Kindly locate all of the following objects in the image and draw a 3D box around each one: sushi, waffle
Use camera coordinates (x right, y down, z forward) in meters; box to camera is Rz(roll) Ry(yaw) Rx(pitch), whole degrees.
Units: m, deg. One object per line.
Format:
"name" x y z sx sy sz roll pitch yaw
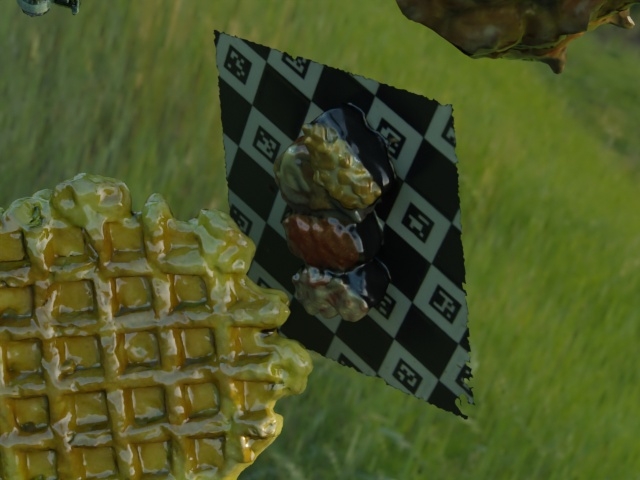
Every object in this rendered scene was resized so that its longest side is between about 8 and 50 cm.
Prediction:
"sushi" 0.000 0.000 1.283 0.264 0.290 0.050 22 41 36
"waffle" -0.177 0.094 1.315 0.302 0.325 0.068 38 13 -5

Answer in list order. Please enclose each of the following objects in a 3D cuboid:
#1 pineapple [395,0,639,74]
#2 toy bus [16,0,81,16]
"pineapple" 0.150 -0.203 0.468 0.165 0.364 0.165 39 29 -27
"toy bus" -0.271 -0.256 1.315 0.175 0.088 0.101 14 64 -4
